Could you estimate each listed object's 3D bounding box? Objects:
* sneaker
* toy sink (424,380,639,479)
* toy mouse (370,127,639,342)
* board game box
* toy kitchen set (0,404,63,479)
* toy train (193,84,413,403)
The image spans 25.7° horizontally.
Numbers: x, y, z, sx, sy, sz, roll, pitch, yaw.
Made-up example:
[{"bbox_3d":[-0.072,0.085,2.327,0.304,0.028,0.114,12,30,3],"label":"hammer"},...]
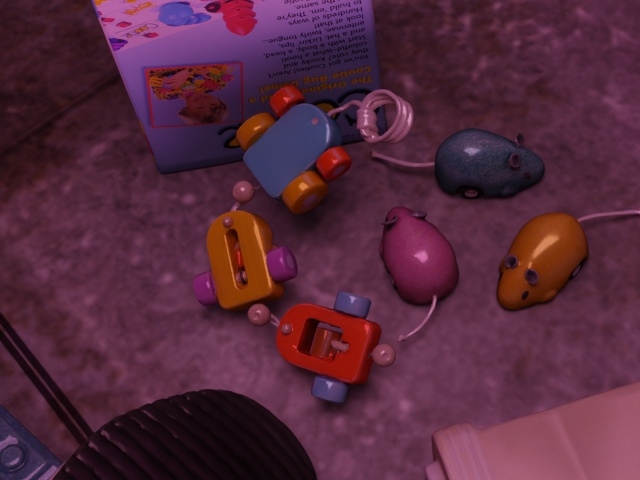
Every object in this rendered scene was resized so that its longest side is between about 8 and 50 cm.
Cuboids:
[{"bbox_3d":[-0.130,0.194,0.646,0.122,0.146,0.330,48,48,-1],"label":"sneaker"},{"bbox_3d":[0.120,0.150,0.620,0.234,0.153,0.131,-17,60,-2],"label":"toy sink"},{"bbox_3d":[0.078,-0.018,0.787,0.161,0.031,0.143,-40,64,-15],"label":"toy mouse"},{"bbox_3d":[-0.052,-0.177,0.751,0.144,0.275,0.142,-10,60,1],"label":"board game box"},{"bbox_3d":[-0.253,0.133,0.687,0.166,0.122,0.207,38,71,24],"label":"toy kitchen set"},{"bbox_3d":[0.000,0.000,0.765,0.125,0.046,0.166,10,85,25],"label":"toy train"}]
